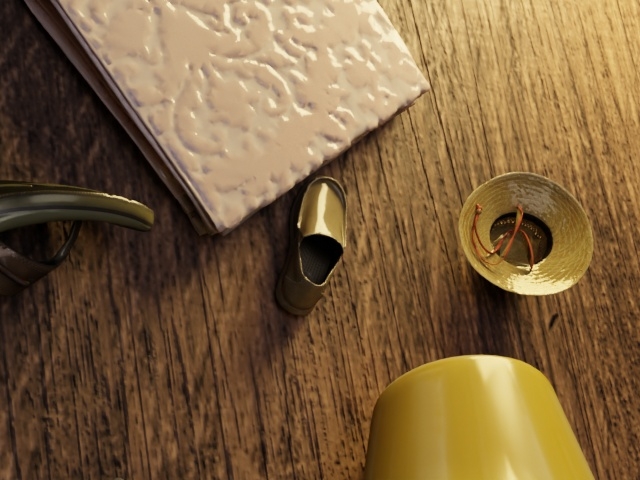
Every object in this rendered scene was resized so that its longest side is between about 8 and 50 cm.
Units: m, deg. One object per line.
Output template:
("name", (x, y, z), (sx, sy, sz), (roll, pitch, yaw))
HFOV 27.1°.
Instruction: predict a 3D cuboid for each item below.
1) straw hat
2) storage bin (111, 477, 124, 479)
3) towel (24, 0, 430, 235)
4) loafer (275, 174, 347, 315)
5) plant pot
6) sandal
("straw hat", (0.199, 0.003, 1.356), (0.145, 0.061, 0.144), (6, 66, -13))
("storage bin", (-0.160, 0.251, 0.998), (0.135, 0.098, 0.091), (54, 24, 0))
("towel", (-0.083, -0.200, 1.269), (0.332, 0.053, 0.317), (-36, 91, -38))
("loafer", (0.000, 0.000, 1.234), (0.056, 0.050, 0.148), (24, 58, -23))
("plant pot", (0.134, 0.236, 1.106), (0.254, 0.254, 0.239), (19, 46, -25))
("sandal", (-0.274, 0.005, 1.031), (0.303, 0.120, 0.086), (-11, 104, -34))
